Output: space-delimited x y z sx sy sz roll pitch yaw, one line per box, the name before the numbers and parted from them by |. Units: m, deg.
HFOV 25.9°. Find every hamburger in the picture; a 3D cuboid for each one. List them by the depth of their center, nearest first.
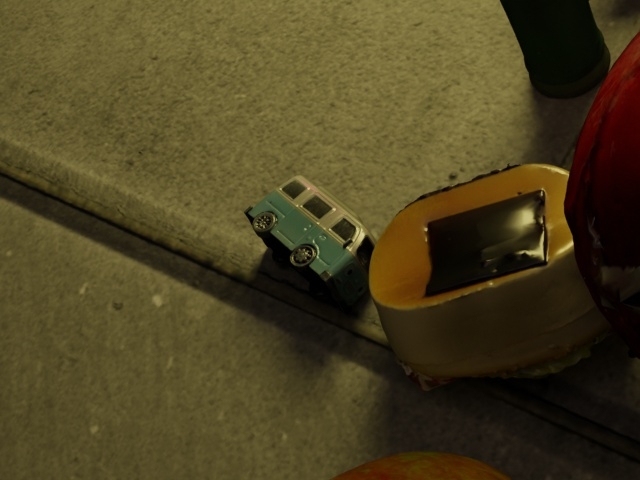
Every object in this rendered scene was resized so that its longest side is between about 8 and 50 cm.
hamburger | 0.140 0.031 1.087 0.210 0.116 0.173 -20 45 17

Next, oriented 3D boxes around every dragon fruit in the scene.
dragon fruit | 0.311 -0.037 0.927 0.295 0.296 0.302 16 57 32

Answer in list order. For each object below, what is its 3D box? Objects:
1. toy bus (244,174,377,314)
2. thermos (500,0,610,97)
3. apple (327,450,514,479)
toy bus | 0.000 0.000 1.198 0.075 0.060 0.123 -42 50 -9
thermos | 0.189 -0.200 1.156 0.083 0.188 0.073 16 68 33
apple | 0.064 0.266 0.885 0.246 0.246 0.226 -35 54 1
